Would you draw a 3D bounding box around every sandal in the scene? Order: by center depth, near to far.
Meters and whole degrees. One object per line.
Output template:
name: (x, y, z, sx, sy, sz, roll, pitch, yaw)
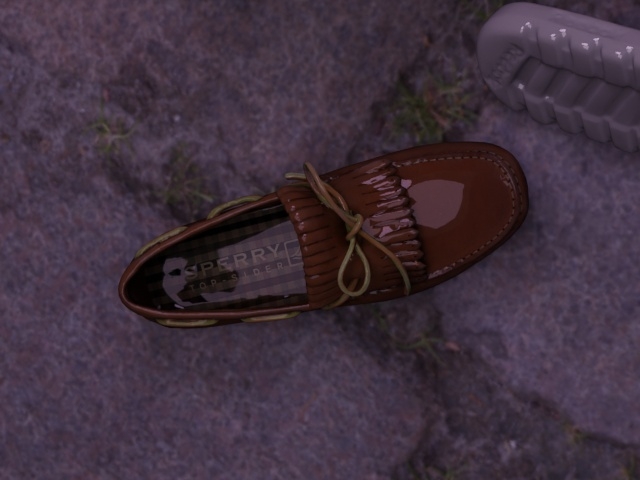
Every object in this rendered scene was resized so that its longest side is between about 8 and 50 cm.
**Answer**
sandal: (0.337, -0.128, 1.578, 0.416, 0.169, 0.102, 23, 61, 12)

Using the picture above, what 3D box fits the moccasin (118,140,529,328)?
moccasin: (-0.001, -0.003, 1.661, 0.380, 0.147, 0.139, -9, 93, 16)
